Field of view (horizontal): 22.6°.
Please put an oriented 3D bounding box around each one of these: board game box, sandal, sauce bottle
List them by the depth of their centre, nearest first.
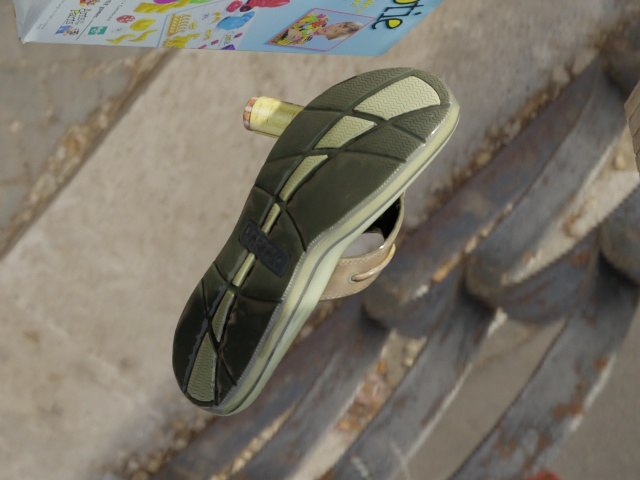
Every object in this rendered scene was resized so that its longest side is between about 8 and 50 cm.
[{"bbox_3d":[-0.052,-0.216,1.028,0.144,0.275,0.142,-36,62,51],"label":"board game box"},{"bbox_3d":[-0.001,0.000,1.182,0.086,0.120,0.303,21,112,-42],"label":"sandal"},{"bbox_3d":[-0.017,-0.119,1.673,0.128,0.042,0.042,16,120,21],"label":"sauce bottle"}]

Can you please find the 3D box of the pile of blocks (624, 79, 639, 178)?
[{"bbox_3d":[0.382,-0.207,1.427,0.112,0.149,0.362,5,120,-12],"label":"pile of blocks"}]
